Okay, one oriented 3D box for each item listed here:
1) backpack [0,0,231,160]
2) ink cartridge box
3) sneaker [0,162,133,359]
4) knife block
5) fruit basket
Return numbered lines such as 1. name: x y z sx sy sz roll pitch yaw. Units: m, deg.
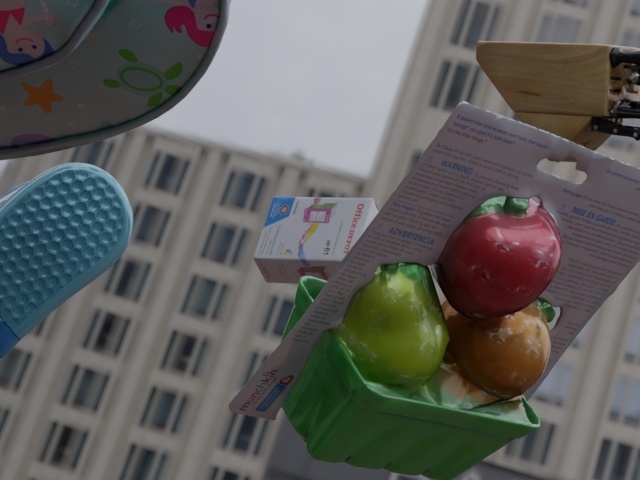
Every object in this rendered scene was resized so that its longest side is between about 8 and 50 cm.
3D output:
1. backpack: -0.139 -0.150 0.672 0.225 0.191 0.253 -9 -54 15
2. ink cartridge box: 0.000 0.000 1.933 0.122 0.088 0.052 2 -35 22
3. sneaker: -0.310 0.052 1.563 0.127 0.319 0.208 58 -9 -6
4. knife block: 0.367 -0.229 2.341 0.088 0.275 0.242 -1 -39 -50
5. fruit basket: 0.125 0.045 1.580 0.327 0.353 0.165 15 25 -41
